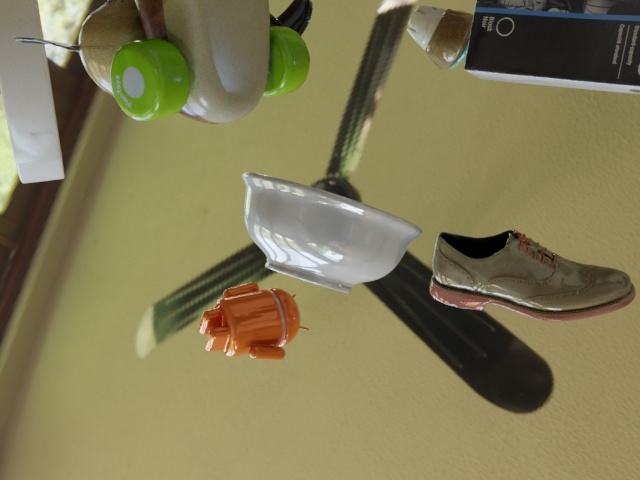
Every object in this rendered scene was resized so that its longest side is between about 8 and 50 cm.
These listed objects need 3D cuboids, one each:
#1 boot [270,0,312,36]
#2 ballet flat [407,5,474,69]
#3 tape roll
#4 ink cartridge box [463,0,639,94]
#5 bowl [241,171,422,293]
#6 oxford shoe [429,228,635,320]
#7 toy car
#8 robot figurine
[{"bbox_3d":[-0.073,-0.321,1.268,0.045,0.099,0.121,19,-98,51],"label":"boot"},{"bbox_3d":[0.230,-0.401,1.669,0.116,0.124,0.342,-61,179,20],"label":"ballet flat"},{"bbox_3d":[-0.468,-0.282,1.385,0.392,0.072,0.392,172,-90,-75],"label":"tape roll"},{"bbox_3d":[0.344,-0.264,1.048,0.332,0.065,0.165,12,-86,32],"label":"ink cartridge box"},{"bbox_3d":[0.000,0.000,1.375,0.298,0.298,0.134,15,-93,47],"label":"bowl"},{"bbox_3d":[0.359,0.052,1.497,0.348,0.130,0.123,2,-153,13],"label":"oxford shoe"},{"bbox_3d":[-0.129,-0.161,0.643,0.188,0.155,0.149,7,-72,37],"label":"toy car"},{"bbox_3d":[-0.135,0.169,1.797,0.158,0.219,0.128,29,-55,59],"label":"robot figurine"}]
